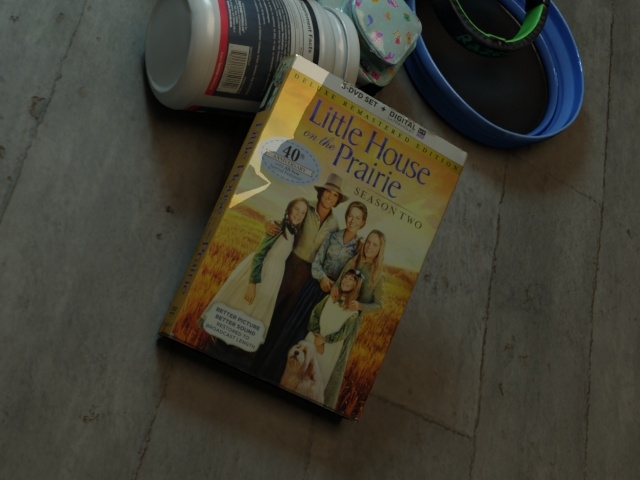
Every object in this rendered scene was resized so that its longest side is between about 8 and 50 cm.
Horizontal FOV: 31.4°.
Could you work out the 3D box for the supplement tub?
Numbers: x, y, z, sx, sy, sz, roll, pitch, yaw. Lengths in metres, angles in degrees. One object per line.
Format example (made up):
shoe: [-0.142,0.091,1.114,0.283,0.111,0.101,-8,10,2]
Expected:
supplement tub: [-0.100,-0.273,1.656,0.272,0.191,0.191,3,66,-34]

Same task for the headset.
headset: [0.308,-0.518,1.963,0.243,0.185,0.394,10,74,-31]

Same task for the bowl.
bowl: [0.304,-0.342,2.044,0.391,0.077,0.391,15,60,-28]

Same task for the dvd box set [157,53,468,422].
dvd box set: [0.000,0.000,1.569,0.307,0.062,0.420,28,79,-22]

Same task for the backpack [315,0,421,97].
backpack: [0.057,-0.339,1.828,0.188,0.144,0.166,43,51,-8]
